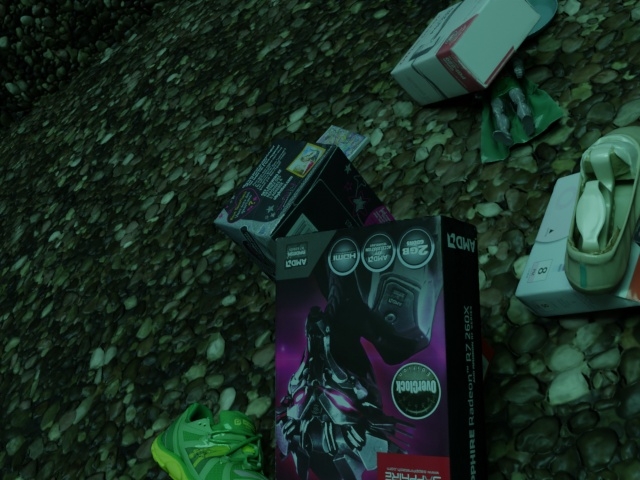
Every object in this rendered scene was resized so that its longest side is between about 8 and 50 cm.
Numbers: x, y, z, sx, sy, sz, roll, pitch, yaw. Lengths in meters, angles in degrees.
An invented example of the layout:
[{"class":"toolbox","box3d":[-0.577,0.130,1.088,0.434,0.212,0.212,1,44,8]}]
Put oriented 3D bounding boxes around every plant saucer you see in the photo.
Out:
[{"class":"plant saucer","box3d":[0.360,-0.384,1.279,0.119,0.021,0.119,-24,41,22]}]

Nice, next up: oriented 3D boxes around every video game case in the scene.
[{"class":"video game case","box3d":[0.029,-0.172,1.376,0.087,0.011,0.122,-48,37,-8]}]

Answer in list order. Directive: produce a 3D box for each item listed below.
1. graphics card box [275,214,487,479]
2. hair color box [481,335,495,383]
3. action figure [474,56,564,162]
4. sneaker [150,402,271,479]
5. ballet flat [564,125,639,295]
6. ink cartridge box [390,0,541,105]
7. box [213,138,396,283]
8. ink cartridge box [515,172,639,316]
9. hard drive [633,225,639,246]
[{"class":"graphics card box","box3d":[0.061,0.168,0.808,0.232,0.094,0.371,-7,78,38]},{"class":"hair color box","box3d":[0.125,0.160,0.926,0.167,0.053,0.093,2,56,41]},{"class":"action figure","box3d":[0.295,-0.235,1.163,0.137,0.063,0.232,-27,36,24]},{"class":"sneaker","box3d":[-0.126,0.291,0.973,0.295,0.109,0.123,15,68,49]},{"class":"ballet flat","box3d":[0.321,-0.056,0.814,0.086,0.086,0.248,-5,50,39]},{"class":"ink cartridge box","box3d":[0.233,-0.321,1.214,0.158,0.092,0.218,-52,15,-10]},{"class":"box","box3d":[0.000,0.000,1.033,0.142,0.247,0.163,14,63,50]},{"class":"ink cartridge box","box3d":[0.349,-0.012,0.838,0.232,0.066,0.189,-24,34,60]},{"class":"hard drive","box3d":[0.474,-0.101,0.661,0.339,0.064,0.237,-59,32,-2]}]
